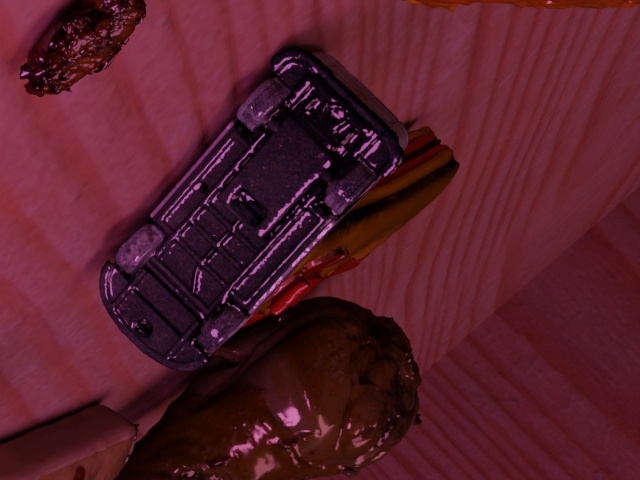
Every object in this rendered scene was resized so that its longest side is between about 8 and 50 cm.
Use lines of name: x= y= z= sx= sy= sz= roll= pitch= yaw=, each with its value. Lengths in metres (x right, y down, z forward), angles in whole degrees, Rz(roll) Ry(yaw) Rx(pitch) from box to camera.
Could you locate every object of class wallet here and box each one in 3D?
wallet: x=0.000 y=0.000 z=1.078 sx=0.141 sy=0.067 sz=0.241 roll=-47 pitch=168 yaw=31

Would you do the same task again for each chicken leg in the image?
chicken leg: x=-0.084 y=-0.086 z=0.587 sx=0.083 sy=0.021 sz=0.036 roll=-46 pitch=158 yaw=19
chicken leg: x=-0.091 y=0.176 z=1.255 sx=0.429 sy=0.153 sz=0.201 roll=-28 pitch=172 yaw=-24

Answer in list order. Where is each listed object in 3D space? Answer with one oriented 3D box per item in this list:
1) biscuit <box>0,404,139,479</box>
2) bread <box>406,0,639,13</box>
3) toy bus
biscuit: x=-0.193 y=0.159 z=1.061 sx=0.056 sy=0.052 sz=0.188 roll=-60 pitch=164 yaw=20
bread: x=0.109 y=-0.155 z=0.552 sx=0.239 sy=0.139 sz=0.240 roll=-6 pitch=-164 yaw=2
toy bus: x=-0.036 y=-0.017 z=0.853 sx=0.194 sy=0.087 sz=0.089 roll=-48 pitch=177 yaw=21
